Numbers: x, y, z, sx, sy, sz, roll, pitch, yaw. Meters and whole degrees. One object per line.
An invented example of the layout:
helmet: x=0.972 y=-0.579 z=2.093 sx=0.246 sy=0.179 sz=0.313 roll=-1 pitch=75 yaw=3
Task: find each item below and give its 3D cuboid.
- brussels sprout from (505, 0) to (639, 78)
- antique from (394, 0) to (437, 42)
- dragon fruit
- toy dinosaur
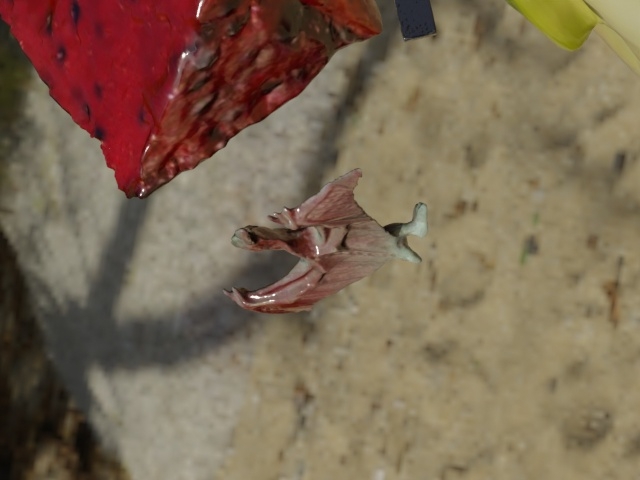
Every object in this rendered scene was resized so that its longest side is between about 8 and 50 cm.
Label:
brussels sprout: x=0.096 y=-0.167 z=0.366 sx=0.344 sy=0.268 sz=0.344 roll=-15 pitch=-90 yaw=-83
antique: x=0.062 y=-0.261 z=1.509 sx=0.015 sy=0.031 sz=0.192 roll=-9 pitch=-94 yaw=-83
dragon fruit: x=-0.067 y=-0.111 z=0.662 sx=0.192 sy=0.092 sz=0.122 roll=39 pitch=134 yaw=34
toy dinosaur: x=0.001 y=0.001 z=0.918 sx=0.220 sy=0.108 sz=0.032 roll=121 pitch=143 yaw=-64
